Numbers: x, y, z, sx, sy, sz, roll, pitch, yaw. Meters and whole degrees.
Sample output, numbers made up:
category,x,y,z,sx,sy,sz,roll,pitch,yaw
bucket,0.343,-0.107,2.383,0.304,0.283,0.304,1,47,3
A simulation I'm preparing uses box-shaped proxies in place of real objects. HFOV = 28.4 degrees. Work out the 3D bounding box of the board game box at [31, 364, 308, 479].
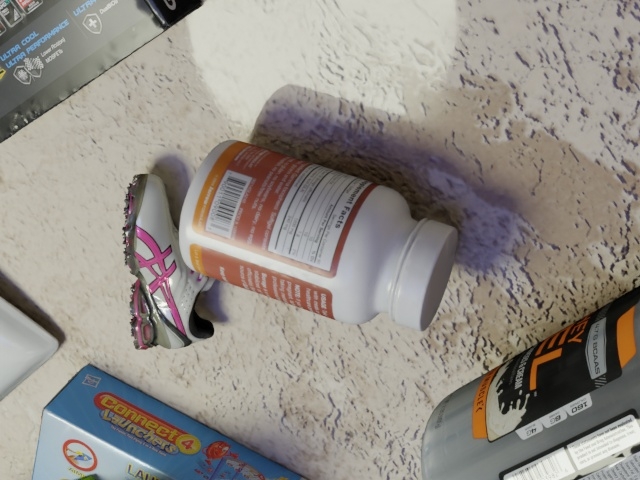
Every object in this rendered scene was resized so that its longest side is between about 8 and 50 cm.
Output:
category,x,y,z,sx,sy,sz,roll,pitch,yaw
board game box,-0.171,0.329,1.385,0.308,0.086,0.302,26,128,10

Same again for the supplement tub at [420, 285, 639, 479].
category,x,y,z,sx,sy,sz,roll,pitch,yaw
supplement tub,0.247,0.147,0.991,0.193,0.193,0.316,48,128,-7

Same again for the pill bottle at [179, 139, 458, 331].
category,x,y,z,sx,sy,sz,roll,pitch,yaw
pill bottle,0.000,0.000,1.070,0.216,0.121,0.121,19,126,15

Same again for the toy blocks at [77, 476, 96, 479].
category,x,y,z,sx,sy,sz,roll,pitch,yaw
toy blocks,-0.222,0.408,1.312,0.381,0.191,0.261,-22,119,35

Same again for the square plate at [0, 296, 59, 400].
category,x,y,z,sx,sy,sz,roll,pitch,yaw
square plate,-0.509,0.100,1.397,0.347,0.049,0.344,38,132,-14

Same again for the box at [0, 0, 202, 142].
category,x,y,z,sx,sy,sz,roll,pitch,yaw
box,-0.296,-0.251,1.098,0.295,0.073,0.293,-25,107,35

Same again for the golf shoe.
category,x,y,z,sx,sy,sz,roll,pitch,yaw
golf shoe,-0.143,0.018,1.200,0.086,0.067,0.186,-3,121,-2
